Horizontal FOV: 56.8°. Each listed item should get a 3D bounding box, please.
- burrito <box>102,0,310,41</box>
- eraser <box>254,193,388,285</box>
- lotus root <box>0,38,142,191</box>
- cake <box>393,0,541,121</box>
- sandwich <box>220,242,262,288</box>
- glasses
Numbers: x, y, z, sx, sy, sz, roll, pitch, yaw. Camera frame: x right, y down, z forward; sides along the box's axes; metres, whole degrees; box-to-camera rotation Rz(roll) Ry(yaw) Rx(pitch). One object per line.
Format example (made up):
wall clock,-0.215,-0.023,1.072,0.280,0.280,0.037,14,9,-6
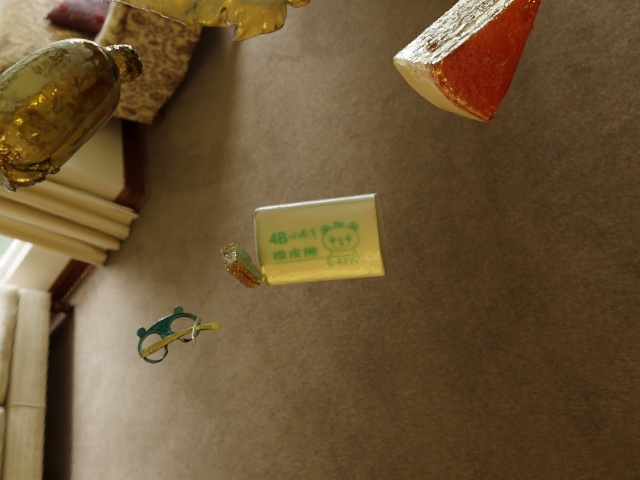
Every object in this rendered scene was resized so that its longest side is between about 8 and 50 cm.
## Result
burrito,-0.190,-0.436,0.961,0.332,0.190,0.135,22,132,20
eraser,0.000,0.000,1.362,0.290,0.104,0.189,-6,94,14
lotus root,-0.419,-0.217,0.950,0.173,0.173,0.309,4,49,50
cake,0.239,-0.353,0.997,0.158,0.160,0.261,39,114,57
sandwich,-0.170,0.055,1.296,0.036,0.105,0.093,-36,36,10
glasses,-0.399,0.286,1.731,0.207,0.239,0.102,9,114,34
